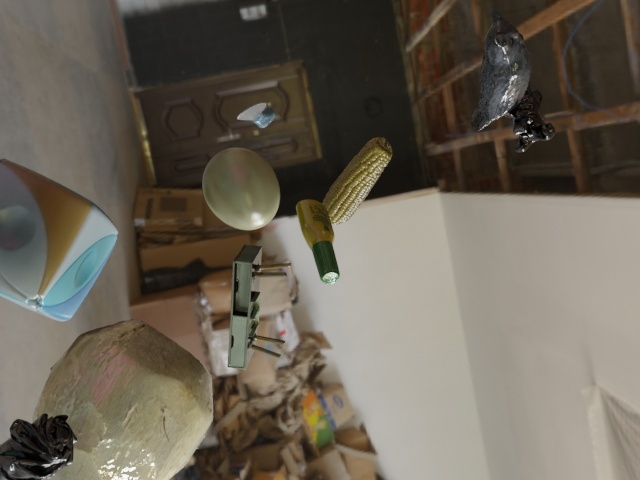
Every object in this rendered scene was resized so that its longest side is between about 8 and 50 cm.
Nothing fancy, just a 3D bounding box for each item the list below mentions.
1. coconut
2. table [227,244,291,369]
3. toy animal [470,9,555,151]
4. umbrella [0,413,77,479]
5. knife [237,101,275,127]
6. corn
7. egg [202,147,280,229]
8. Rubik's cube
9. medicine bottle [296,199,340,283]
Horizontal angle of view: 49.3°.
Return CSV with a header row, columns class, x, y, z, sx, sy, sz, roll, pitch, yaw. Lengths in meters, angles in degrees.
class,x,y,z,sx,sy,sz,roll,pitch,yaw
coconut,-0.421,0.363,1.449,0.360,0.346,0.346,-55,160,-24
table,-0.128,0.144,1.492,0.121,0.111,0.240,-71,167,-72
toy animal,0.261,-0.238,1.035,0.210,0.117,0.121,52,34,-38
umbrella,-0.569,0.396,1.224,0.118,0.340,0.118,48,28,-36
knife,-0.136,-0.276,1.507,0.032,0.058,0.244,47,8,0
corn,0.113,-0.190,2.298,0.363,0.120,0.120,-55,-147,34
egg,-0.197,-0.128,1.745,0.186,0.185,0.242,82,-17,-48
Rubik's cube,-0.839,0.009,2.036,0.348,0.352,0.351,-64,180,-15
medicine bottle,0.000,0.000,1.677,0.094,0.064,0.261,26,30,-32
